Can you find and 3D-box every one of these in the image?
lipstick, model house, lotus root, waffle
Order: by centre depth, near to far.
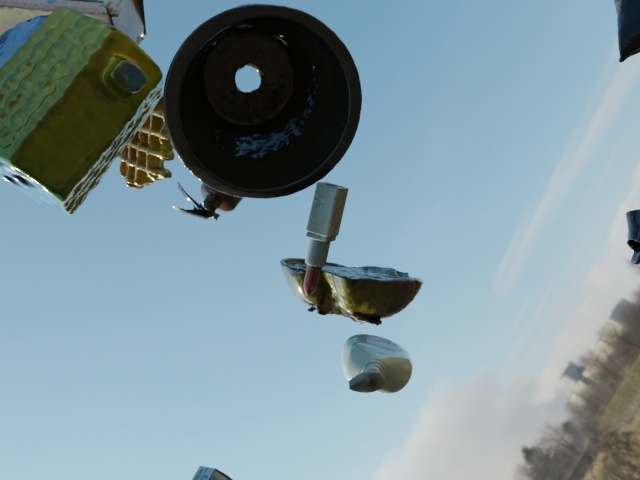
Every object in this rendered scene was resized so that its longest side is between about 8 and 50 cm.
[{"bbox_3d":[0.000,0.000,0.766,0.030,0.030,0.129,-10,-64,-65],"label":"lipstick"},{"bbox_3d":[-0.361,-0.181,0.950,0.215,0.303,0.237,42,-107,-33],"label":"model house"},{"bbox_3d":[0.040,0.075,0.980,0.203,0.183,0.078,6,-87,-29],"label":"lotus root"},{"bbox_3d":[-0.489,-0.427,1.284,0.169,0.325,0.244,95,180,-47],"label":"model house"},{"bbox_3d":[-0.373,-0.209,1.461,0.057,0.229,0.219,1,-72,-41],"label":"waffle"}]

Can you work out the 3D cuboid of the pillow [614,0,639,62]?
[{"bbox_3d":[0.407,-0.289,0.838,0.048,0.090,0.150,51,-141,-47],"label":"pillow"}]

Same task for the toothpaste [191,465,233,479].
[{"bbox_3d":[-0.145,0.308,0.683,0.046,0.034,0.164,-19,34,55],"label":"toothpaste"}]

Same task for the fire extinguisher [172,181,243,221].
[{"bbox_3d":[-0.158,-0.115,1.164,0.231,0.099,0.071,-53,6,-31],"label":"fire extinguisher"}]

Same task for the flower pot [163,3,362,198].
[{"bbox_3d":[-0.092,-0.208,0.961,0.268,0.166,0.269,-8,-60,-14],"label":"flower pot"}]

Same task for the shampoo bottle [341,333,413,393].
[{"bbox_3d":[0.056,0.126,0.678,0.152,0.077,0.045,22,-96,-85],"label":"shampoo bottle"}]

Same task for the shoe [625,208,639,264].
[{"bbox_3d":[0.502,-0.038,1.054,0.159,0.053,0.062,-59,-13,-8],"label":"shoe"}]
